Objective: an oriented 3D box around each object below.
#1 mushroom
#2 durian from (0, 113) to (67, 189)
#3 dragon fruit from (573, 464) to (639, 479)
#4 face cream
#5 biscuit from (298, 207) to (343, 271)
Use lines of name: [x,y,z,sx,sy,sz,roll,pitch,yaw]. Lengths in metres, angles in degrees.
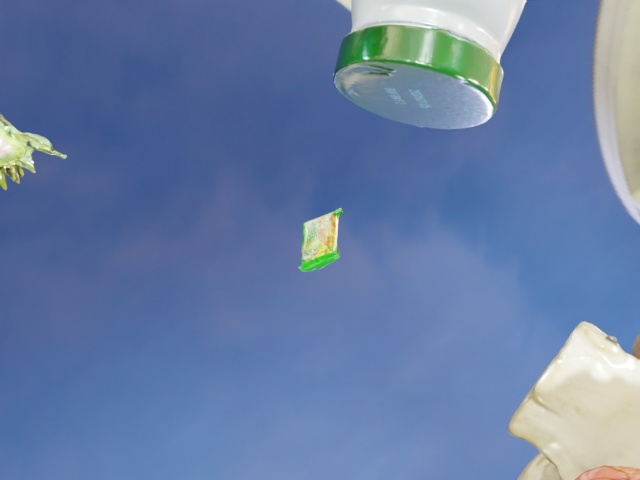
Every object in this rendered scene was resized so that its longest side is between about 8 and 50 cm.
mushroom: [0.243,0.157,0.785,0.285,0.156,0.151,-53,-16,3]
durian: [-0.323,-0.088,0.745,0.221,0.137,0.095,29,-58,6]
dragon fruit: [0.169,0.216,0.580,0.262,0.162,0.189,-25,-5,2]
face cream: [0.154,-0.344,1.241,0.220,0.312,0.356,16,-101,-6]
biscuit: [0.000,0.000,0.963,0.046,0.089,0.016,-22,-58,17]
